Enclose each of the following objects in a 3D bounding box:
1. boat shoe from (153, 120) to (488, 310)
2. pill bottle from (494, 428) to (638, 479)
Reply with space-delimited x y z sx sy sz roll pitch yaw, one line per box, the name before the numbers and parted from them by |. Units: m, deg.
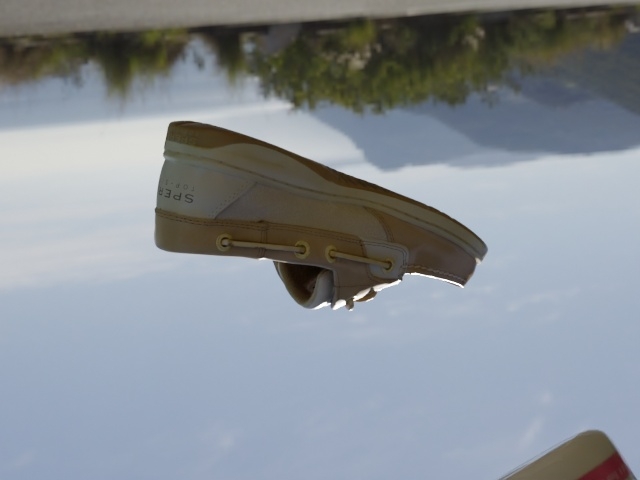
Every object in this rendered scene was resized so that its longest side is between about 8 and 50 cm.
boat shoe | 0.000 0.000 0.501 0.170 0.059 0.063 18 180 -36
pill bottle | 0.152 0.256 0.607 0.160 0.283 0.160 -29 166 -8
